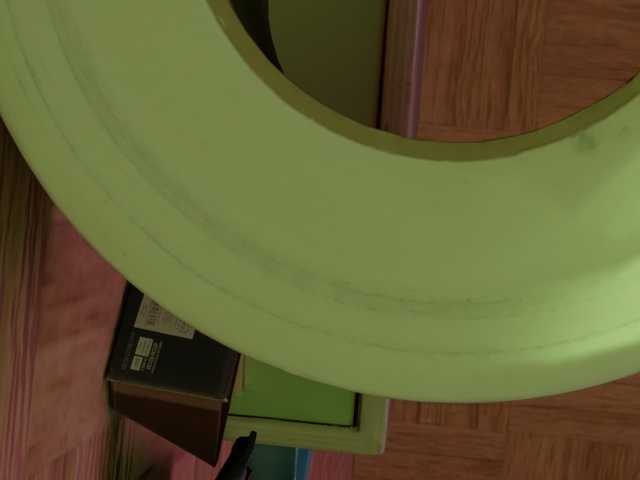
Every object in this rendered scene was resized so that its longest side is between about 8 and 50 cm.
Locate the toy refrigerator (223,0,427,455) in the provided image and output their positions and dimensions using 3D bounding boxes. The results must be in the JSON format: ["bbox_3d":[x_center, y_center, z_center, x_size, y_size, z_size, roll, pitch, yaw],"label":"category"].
[{"bbox_3d":[-0.008,-0.038,0.891,0.094,0.102,0.269,-76,171,-63],"label":"toy refrigerator"}]

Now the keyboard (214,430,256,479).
[{"bbox_3d":[-0.044,0.137,0.825,0.100,0.038,0.192,-60,177,-11],"label":"keyboard"}]

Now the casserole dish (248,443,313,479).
[{"bbox_3d":[-0.023,0.119,1.310,0.188,0.037,0.114,-80,173,-52],"label":"casserole dish"}]

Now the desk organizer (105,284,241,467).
[{"bbox_3d":[-0.050,0.022,0.783,0.050,0.047,0.130,99,2,-50],"label":"desk organizer"}]

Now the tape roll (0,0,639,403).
[{"bbox_3d":[0.038,-0.080,0.528,0.169,0.246,0.246,32,64,-84],"label":"tape roll"}]
